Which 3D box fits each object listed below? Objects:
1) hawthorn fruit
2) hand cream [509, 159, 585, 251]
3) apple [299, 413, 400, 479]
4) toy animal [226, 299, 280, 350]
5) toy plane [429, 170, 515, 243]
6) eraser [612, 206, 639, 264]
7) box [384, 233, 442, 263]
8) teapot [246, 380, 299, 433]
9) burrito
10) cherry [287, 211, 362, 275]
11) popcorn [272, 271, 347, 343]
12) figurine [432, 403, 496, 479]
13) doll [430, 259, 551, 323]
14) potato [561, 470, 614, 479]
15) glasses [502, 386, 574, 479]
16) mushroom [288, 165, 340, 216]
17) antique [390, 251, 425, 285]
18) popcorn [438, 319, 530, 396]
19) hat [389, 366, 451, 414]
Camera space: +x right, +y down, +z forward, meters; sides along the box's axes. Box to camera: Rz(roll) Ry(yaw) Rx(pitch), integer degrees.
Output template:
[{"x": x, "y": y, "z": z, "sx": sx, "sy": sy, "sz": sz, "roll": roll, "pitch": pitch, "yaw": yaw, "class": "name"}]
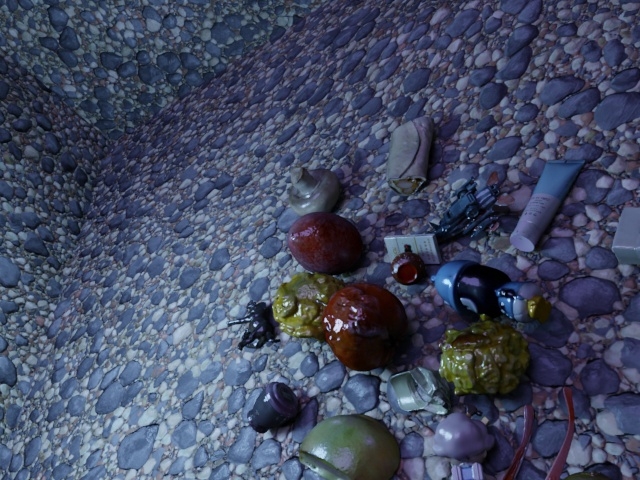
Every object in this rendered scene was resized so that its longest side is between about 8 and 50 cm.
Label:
[{"x": 0.094, "y": 0.214, "z": 1.648, "sx": 0.272, "sy": 0.242, "sz": 0.242, "roll": 31, "pitch": 78, "yaw": 34, "class": "hawthorn fruit"}, {"x": 0.609, "y": -0.107, "z": 1.648, "sx": 0.111, "sy": 0.070, "sz": 0.312, "roll": 10, "pitch": 55, "yaw": 48, "class": "hand cream"}, {"x": 0.068, "y": 0.509, "z": 1.519, "sx": 0.265, "sy": 0.120, "sz": 0.193, "roll": 14, "pitch": 55, "yaw": 45, "class": "apple"}, {"x": -0.217, "y": 0.282, "z": 2.001, "sx": 0.148, "sy": 0.084, "sz": 0.232, "roll": -43, "pitch": 35, "yaw": 0, "class": "toy animal"}, {"x": 0.395, "y": -0.064, "z": 1.750, "sx": 0.326, "sy": 0.104, "sz": 0.222, "roll": -32, "pitch": 41, "yaw": 16, "class": "toy plane"}, {"x": 0.812, "y": -0.004, "z": 1.341, "sx": 0.279, "sy": 0.081, "sz": 0.124, "roll": 5, "pitch": 60, "yaw": 44, "class": "eraser"}, {"x": 0.272, "y": 0.026, "z": 1.792, "sx": 0.167, "sy": 0.090, "sz": 0.024, "roll": -3, "pitch": 23, "yaw": 40, "class": "box"}, {"x": -0.148, "y": 0.474, "z": 1.744, "sx": 0.146, "sy": 0.116, "sz": 0.148, "roll": -45, "pitch": 41, "yaw": 16, "class": "teapot"}, {"x": 0.303, "y": -0.290, "z": 2.040, "sx": 0.143, "sy": 0.105, "sz": 0.299, "roll": -6, "pitch": 50, "yaw": 26, "class": "burrito"}, {"x": 0.008, "y": -0.002, "z": 1.939, "sx": 0.239, "sy": 0.239, "sz": 0.206, "roll": 14, "pitch": 58, "yaw": 47, "class": "cherry"}, {"x": -0.026, "y": 0.200, "z": 1.830, "sx": 0.250, "sy": 0.190, "sz": 0.250, "roll": -24, "pitch": 31, "yaw": 16, "class": "popcorn"}, {"x": 0.317, "y": 0.471, "z": 1.339, "sx": 0.137, "sy": 0.112, "sz": 0.228, "roll": -17, "pitch": 56, "yaw": 24, "class": "figurine"}, {"x": 0.407, "y": 0.131, "z": 1.509, "sx": 0.314, "sy": 0.177, "sz": 0.141, "roll": 17, "pitch": 82, "yaw": 45, "class": "doll"}, {"x": 0.489, "y": 0.520, "z": 1.133, "sx": 0.202, "sy": 0.117, "sz": 0.182, "roll": -46, "pitch": 41, "yaw": -3, "class": "potato"}, {"x": 0.438, "y": 0.440, "z": 1.204, "sx": 0.118, "sy": 0.234, "sz": 0.268, "roll": 36, "pitch": 62, "yaw": 12, "class": "glasses"}, {"x": -0.037, "y": -0.186, "z": 2.171, "sx": 0.204, "sy": 0.204, "sz": 0.204, "roll": -24, "pitch": 43, "yaw": 24, "class": "mushroom"}, {"x": 0.252, "y": 0.081, "z": 1.752, "sx": 0.104, "sy": 0.104, "sz": 0.104, "roll": -24, "pitch": 43, "yaw": 24, "class": "antique"}, {"x": 0.378, "y": 0.277, "z": 1.414, "sx": 0.189, "sy": 0.218, "sz": 0.169, "roll": -26, "pitch": 85, "yaw": 46, "class": "popcorn"}, {"x": 0.253, "y": 0.378, "z": 1.517, "sx": 0.166, "sy": 0.081, "sz": 0.122, "roll": -29, "pitch": 78, "yaw": 41, "class": "hat"}]
